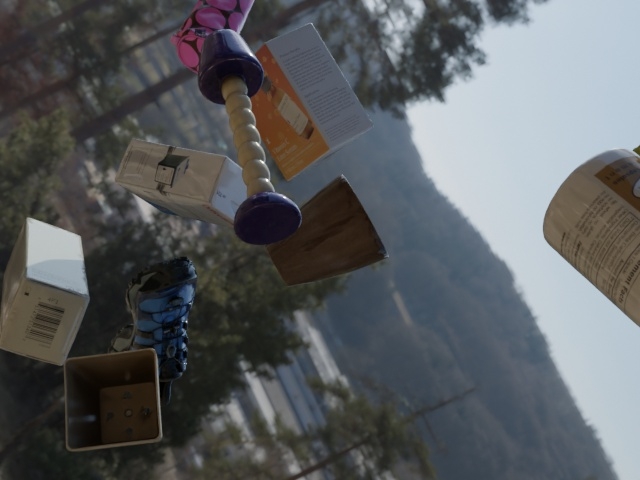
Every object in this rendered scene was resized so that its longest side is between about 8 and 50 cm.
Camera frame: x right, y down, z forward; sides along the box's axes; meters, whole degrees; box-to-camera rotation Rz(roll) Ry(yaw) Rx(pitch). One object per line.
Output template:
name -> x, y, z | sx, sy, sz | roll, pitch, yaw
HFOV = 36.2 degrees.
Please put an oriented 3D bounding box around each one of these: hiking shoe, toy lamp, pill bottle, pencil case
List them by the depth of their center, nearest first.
pill bottle -> 0.341, 0.021, 0.967 | 0.229, 0.131, 0.131 | 49, -6, 36
toy lamp -> -0.085, -0.123, 1.070 | 0.080, 0.080, 0.274 | 59, 14, -53
hiking shoe -> -0.234, 0.143, 1.496 | 0.132, 0.113, 0.304 | 57, -35, 24
pencil case -> -0.180, -0.383, 1.682 | 0.095, 0.098, 0.209 | 119, -8, -49

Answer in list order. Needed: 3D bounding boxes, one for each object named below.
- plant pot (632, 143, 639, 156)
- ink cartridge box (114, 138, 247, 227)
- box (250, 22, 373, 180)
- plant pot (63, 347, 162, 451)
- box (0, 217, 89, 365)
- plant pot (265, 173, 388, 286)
plant pot -> 0.679, -0.104, 1.672 | 0.254, 0.276, 0.276 | 57, 0, 30
ink cartridge box -> -0.200, -0.084, 1.532 | 0.139, 0.191, 0.082 | 38, 67, -57
box -> -0.030, -0.193, 1.381 | 0.170, 0.091, 0.130 | 58, -34, 0
plant pot -> -0.239, 0.199, 1.174 | 0.096, 0.109, 0.109 | 85, -2, -69
box -> -0.400, 0.067, 1.413 | 0.094, 0.113, 0.275 | 20, 13, -21
plant pot -> 0.000, 0.000, 2.194 | 0.215, 0.230, 0.215 | 61, 0, 0
